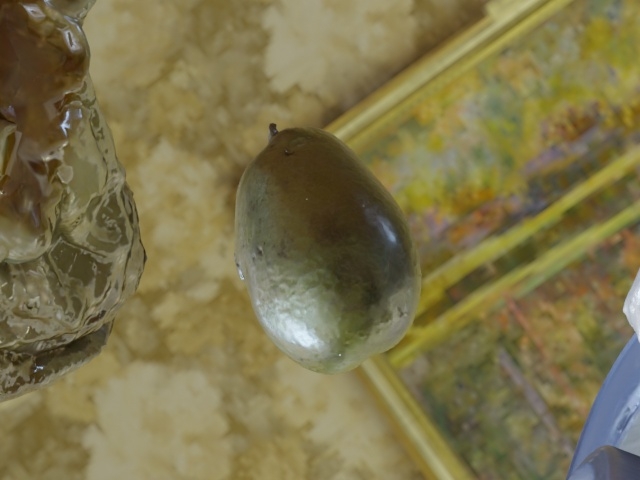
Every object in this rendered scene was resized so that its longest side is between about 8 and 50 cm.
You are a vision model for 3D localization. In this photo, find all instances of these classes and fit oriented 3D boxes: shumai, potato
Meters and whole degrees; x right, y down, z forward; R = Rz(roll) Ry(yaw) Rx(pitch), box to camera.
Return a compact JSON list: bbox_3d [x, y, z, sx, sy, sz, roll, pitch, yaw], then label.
[{"bbox_3d":[-0.189,-0.068,0.926,0.262,0.314,0.267,-39,-139,31],"label":"shumai"},{"bbox_3d":[0.000,0.000,1.521,0.174,0.251,0.159,-32,160,20],"label":"potato"}]

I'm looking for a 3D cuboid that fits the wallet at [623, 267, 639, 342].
[{"bbox_3d":[0.241,0.013,0.782,0.190,0.033,0.095,0,131,-20],"label":"wallet"}]

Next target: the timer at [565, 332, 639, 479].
[{"bbox_3d":[0.223,0.198,0.946,0.395,0.173,0.395,-155,-90,-86],"label":"timer"}]
